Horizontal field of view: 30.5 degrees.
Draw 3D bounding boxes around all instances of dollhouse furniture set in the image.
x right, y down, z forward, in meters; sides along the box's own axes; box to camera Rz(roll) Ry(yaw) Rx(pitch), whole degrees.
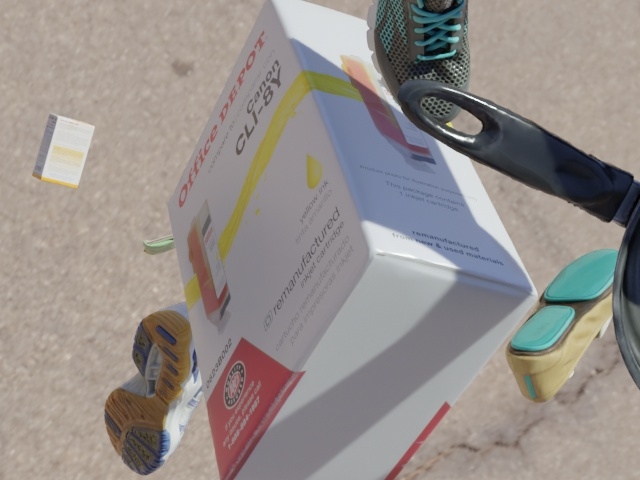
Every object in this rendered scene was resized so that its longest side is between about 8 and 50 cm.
[{"bbox_3d":[-0.197,0.011,1.824,0.152,0.076,0.058,-17,85,-8],"label":"dollhouse furniture set"}]

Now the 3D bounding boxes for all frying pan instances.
[{"bbox_3d":[0.185,0.016,0.635,0.326,0.053,0.197,1,105,-12],"label":"frying pan"}]

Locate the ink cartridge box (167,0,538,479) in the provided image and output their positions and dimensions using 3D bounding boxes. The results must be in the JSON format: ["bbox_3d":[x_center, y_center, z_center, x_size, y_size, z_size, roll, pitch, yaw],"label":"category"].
[{"bbox_3d":[0.000,0.000,1.068,0.160,0.279,0.384,14,35,-26],"label":"ink cartridge box"}]

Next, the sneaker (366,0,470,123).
[{"bbox_3d":[0.061,-0.141,0.686,0.065,0.166,0.076,-13,25,-5],"label":"sneaker"}]

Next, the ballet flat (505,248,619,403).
[{"bbox_3d":[0.256,0.087,1.214,0.232,0.080,0.073,-37,120,-44],"label":"ballet flat"}]

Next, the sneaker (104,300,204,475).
[{"bbox_3d":[-0.169,0.177,1.425,0.131,0.296,0.112,-27,68,-42],"label":"sneaker"}]

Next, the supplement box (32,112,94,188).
[{"bbox_3d":[-0.381,-0.133,1.742,0.062,0.036,0.098,14,95,-38],"label":"supplement box"}]
